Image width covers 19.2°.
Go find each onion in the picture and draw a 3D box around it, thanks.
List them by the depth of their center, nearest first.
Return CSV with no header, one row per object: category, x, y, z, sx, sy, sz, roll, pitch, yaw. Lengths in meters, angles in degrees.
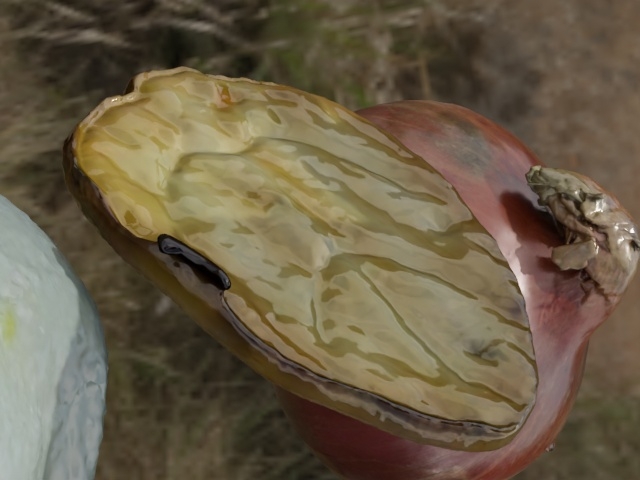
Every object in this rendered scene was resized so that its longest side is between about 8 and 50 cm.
onion,0.087,0.042,1.594,0.354,0.354,0.353,7,80,-48

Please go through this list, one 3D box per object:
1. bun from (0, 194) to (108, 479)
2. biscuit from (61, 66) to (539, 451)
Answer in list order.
bun,-0.239,0.131,0.784,0.211,0.362,0.362,52,47,-5
biscuit,-0.003,0.004,0.859,0.203,0.260,0.041,-11,138,-48
